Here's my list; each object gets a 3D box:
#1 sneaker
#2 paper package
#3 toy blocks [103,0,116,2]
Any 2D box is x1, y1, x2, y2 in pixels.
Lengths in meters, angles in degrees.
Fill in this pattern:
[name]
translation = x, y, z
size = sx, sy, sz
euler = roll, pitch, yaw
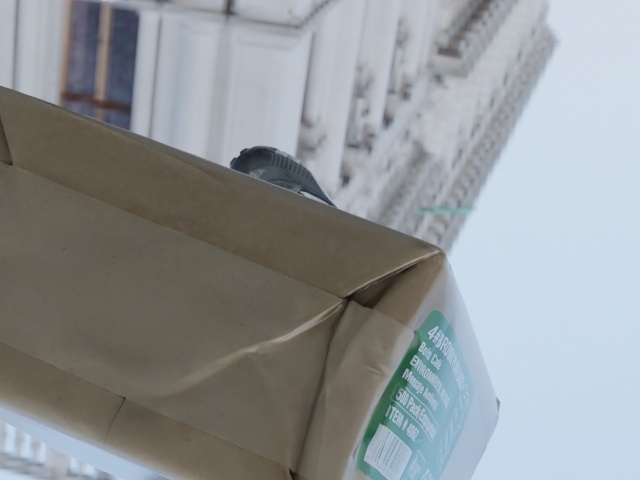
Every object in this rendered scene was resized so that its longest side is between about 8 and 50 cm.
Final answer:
[sneaker]
translation = 0.000, 0.000, 1.412
size = 0.078, 0.234, 0.106
euler = -42, -142, -4
[paper package]
translation = -0.064, 0.077, 0.913
size = 0.309, 0.168, 0.325
euler = 19, 165, 18
[toy blocks]
translation = -0.137, -0.408, 1.444
size = 0.309, 0.288, 0.260
euler = -22, 171, 30
